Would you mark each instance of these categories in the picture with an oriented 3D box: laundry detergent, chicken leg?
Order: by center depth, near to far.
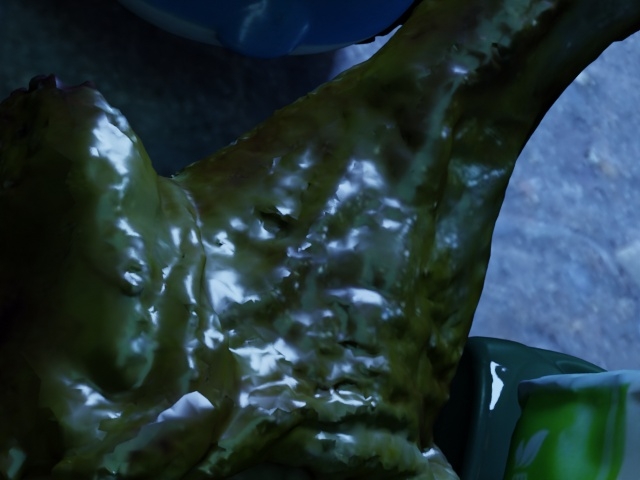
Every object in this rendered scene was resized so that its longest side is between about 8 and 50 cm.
[{"bbox_3d":[-0.016,0.000,0.456,0.211,0.140,0.361,30,77,-30],"label":"chicken leg"},{"bbox_3d":[0.133,0.129,0.571,0.211,0.063,0.137,27,56,-19],"label":"laundry detergent"}]

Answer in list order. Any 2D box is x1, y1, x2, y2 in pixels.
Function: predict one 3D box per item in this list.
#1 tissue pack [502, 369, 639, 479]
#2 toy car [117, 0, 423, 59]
[{"bbox_3d":[0.190,0.282,0.419,0.331,0.205,0.405,25,70,-24],"label":"tissue pack"},{"bbox_3d":[-0.019,-0.206,0.543,0.188,0.190,0.255,9,64,-27],"label":"toy car"}]
